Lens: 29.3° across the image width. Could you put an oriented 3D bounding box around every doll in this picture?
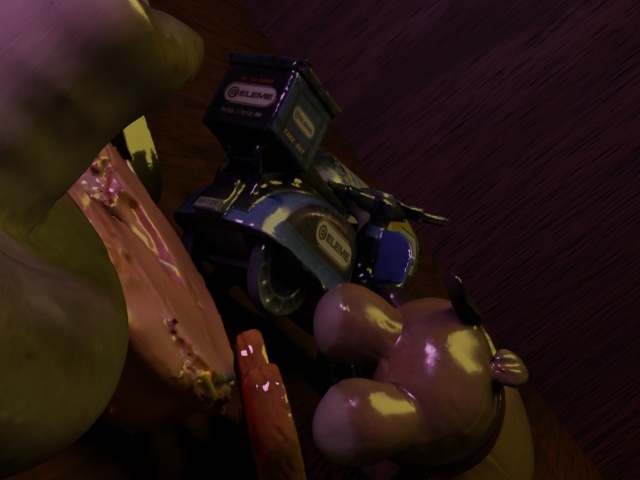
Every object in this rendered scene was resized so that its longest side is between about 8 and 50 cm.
[{"bbox_3d":[0.103,0.150,1.077,0.330,0.174,0.235,61,20,-60],"label":"doll"}]

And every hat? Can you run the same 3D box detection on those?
[{"bbox_3d":[-0.196,-0.097,1.032,0.147,0.085,0.175,56,22,-77],"label":"hat"}]

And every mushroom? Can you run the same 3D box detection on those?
[{"bbox_3d":[-0.155,-0.031,0.504,0.243,0.243,0.243,50,10,-13],"label":"mushroom"}]

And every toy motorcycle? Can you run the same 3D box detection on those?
[{"bbox_3d":[0.000,0.000,1.129,0.125,0.212,0.358,13,-21,32],"label":"toy motorcycle"}]

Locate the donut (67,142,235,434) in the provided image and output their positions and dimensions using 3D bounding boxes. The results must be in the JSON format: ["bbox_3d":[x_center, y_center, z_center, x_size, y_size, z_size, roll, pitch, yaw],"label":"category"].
[{"bbox_3d":[-0.130,0.030,0.755,0.199,0.085,0.233,56,4,-14],"label":"donut"}]

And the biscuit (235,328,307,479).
[{"bbox_3d":[-0.035,0.144,0.818,0.250,0.036,0.165,-151,-132,-82],"label":"biscuit"}]

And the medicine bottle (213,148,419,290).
[{"bbox_3d":[-0.005,-0.016,1.343,0.141,0.141,0.293,58,12,29],"label":"medicine bottle"}]
